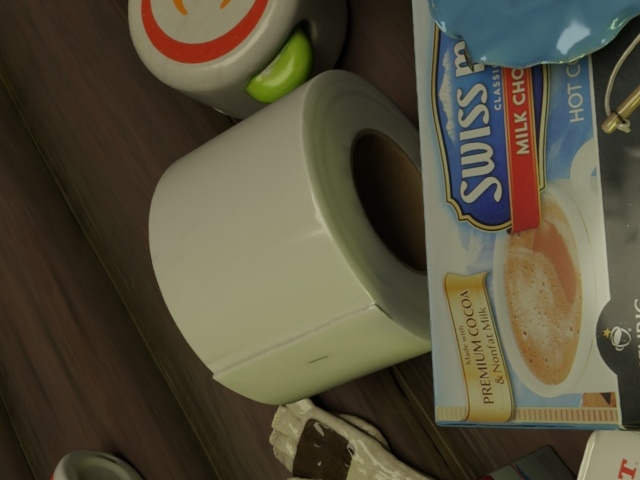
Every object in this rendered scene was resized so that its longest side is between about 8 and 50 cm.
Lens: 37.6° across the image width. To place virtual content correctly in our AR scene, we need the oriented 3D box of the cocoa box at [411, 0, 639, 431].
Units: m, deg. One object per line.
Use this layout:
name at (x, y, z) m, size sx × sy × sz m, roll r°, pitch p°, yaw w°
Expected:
cocoa box at (0.218, -0.049, 0.662) m, size 0.228 × 0.231 × 0.347 m, roll -7°, pitch 83°, yaw 35°

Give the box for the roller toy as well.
roller toy at (-0.077, -0.225, 0.929) m, size 0.191 × 0.146 × 0.209 m, roll 0°, pitch 81°, yaw 26°

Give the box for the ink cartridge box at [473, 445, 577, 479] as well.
ink cartridge box at (0.130, 0.239, 0.740) m, size 0.127 × 0.175 × 0.072 m, roll -50°, pitch 65°, yaw 22°

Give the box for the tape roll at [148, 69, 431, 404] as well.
tape roll at (0.000, 0.000, 0.803) m, size 0.169 × 0.246 × 0.246 m, roll -26°, pitch 73°, yaw 30°

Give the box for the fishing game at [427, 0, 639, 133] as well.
fishing game at (0.144, -0.185, 0.562) m, size 0.189 × 0.041 × 0.264 m, roll -49°, pitch 51°, yaw 20°

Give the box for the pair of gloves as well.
pair of gloves at (0.000, 0.285, 0.907) m, size 0.204 × 0.042 × 0.240 m, roll 34°, pitch 107°, yaw 31°

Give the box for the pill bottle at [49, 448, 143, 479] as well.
pill bottle at (-0.281, 0.341, 1.056) m, size 0.108 × 0.108 × 0.193 m, roll 39°, pitch 109°, yaw 30°

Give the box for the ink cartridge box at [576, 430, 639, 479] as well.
ink cartridge box at (0.306, 0.259, 0.619) m, size 0.283 × 0.117 × 0.207 m, roll 16°, pitch 91°, yaw 44°
